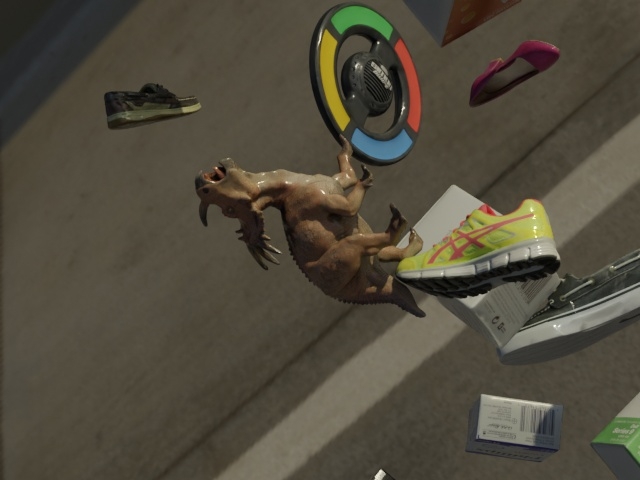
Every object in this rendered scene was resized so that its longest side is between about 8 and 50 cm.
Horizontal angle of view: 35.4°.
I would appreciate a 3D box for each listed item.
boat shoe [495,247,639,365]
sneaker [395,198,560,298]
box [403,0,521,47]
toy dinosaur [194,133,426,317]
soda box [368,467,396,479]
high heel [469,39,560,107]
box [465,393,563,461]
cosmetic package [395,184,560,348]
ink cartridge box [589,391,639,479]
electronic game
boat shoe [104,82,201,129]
[{"bbox_3d":[0.456,0.115,1.761,0.335,0.121,0.119,-24,62,8],"label":"boat shoe"},{"bbox_3d":[0.179,0.008,1.161,0.208,0.081,0.094,-14,64,34],"label":"sneaker"},{"bbox_3d":[0.289,-0.561,1.905,0.215,0.345,0.168,-32,75,-12],"label":"box"},{"bbox_3d":[0.000,0.000,1.228,0.200,0.296,0.127,-38,-3,5],"label":"toy dinosaur"},{"bbox_3d":[0.064,0.456,1.643,0.169,0.053,0.060,-45,-10,-31],"label":"soda box"},{"bbox_3d":[0.407,-0.348,2.131,0.244,0.082,0.117,0,56,60],"label":"high heel"},{"bbox_3d":[0.295,0.290,1.544,0.126,0.137,0.072,8,71,4],"label":"box"},{"bbox_3d":[0.247,0.041,1.582,0.151,0.151,0.183,-48,49,-6],"label":"cosmetic package"},{"bbox_3d":[0.466,0.237,1.233,0.212,0.154,0.093,-40,1,-18],"label":"ink cartridge box"},{"bbox_3d":[0.066,-0.214,1.375,0.048,0.229,0.229,-13,50,41],"label":"electronic game"},{"bbox_3d":[-0.205,-0.171,1.240,0.056,0.049,0.152,-10,7,33],"label":"boat shoe"}]
